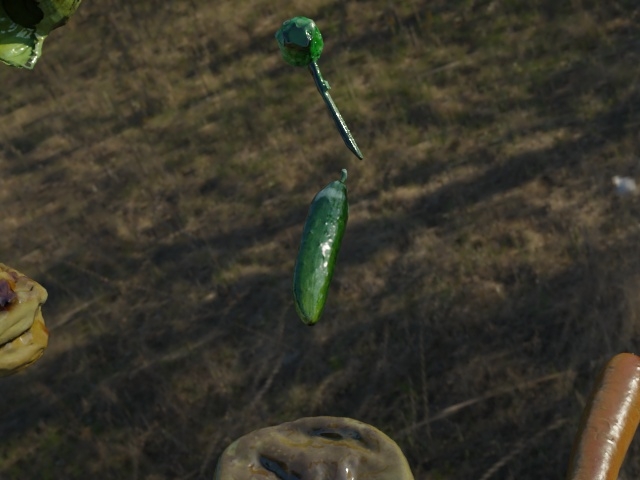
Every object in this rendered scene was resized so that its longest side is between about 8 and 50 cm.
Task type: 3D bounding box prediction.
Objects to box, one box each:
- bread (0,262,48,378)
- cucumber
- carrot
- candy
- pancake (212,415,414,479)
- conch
[{"bbox_3d":[-0.501,0.113,1.024,0.370,0.191,0.314,-14,20,-43],"label":"bread"},{"bbox_3d":[0.000,0.000,1.284,0.056,0.056,0.250,-9,47,26],"label":"cucumber"},{"bbox_3d":[0.200,0.163,0.727,0.043,0.043,0.248,-4,29,33],"label":"carrot"},{"bbox_3d":[0.007,-0.302,2.015,0.097,0.323,0.097,-26,-7,-3],"label":"candy"},{"bbox_3d":[-0.005,0.350,1.391,0.294,0.049,0.294,1,38,0],"label":"pancake"},{"bbox_3d":[-0.181,-0.146,0.582,0.074,0.089,0.121,-5,1,3],"label":"conch"}]
